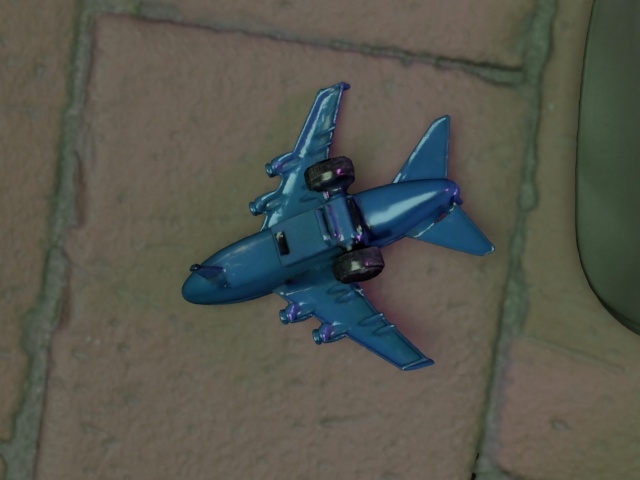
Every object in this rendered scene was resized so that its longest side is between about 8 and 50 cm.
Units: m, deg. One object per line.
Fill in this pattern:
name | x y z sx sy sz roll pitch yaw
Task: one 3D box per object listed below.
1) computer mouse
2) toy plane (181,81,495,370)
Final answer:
computer mouse | 0.297 -0.079 0.952 0.197 0.095 0.330 0 93 11
toy plane | 0.000 0.000 1.031 0.271 0.105 0.254 -20 74 11
